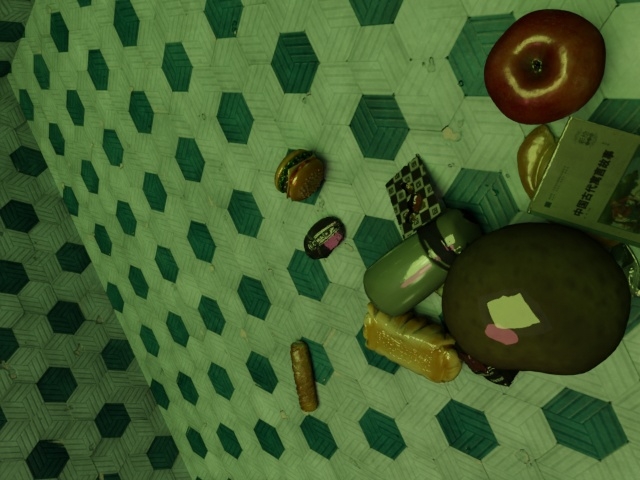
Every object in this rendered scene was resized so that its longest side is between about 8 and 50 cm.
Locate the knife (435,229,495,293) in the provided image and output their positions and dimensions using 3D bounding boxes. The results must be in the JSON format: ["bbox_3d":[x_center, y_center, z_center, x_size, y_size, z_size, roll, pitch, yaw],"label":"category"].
[{"bbox_3d":[0.381,0.062,1.207,0.046,0.022,0.256,52,130,17],"label":"knife"}]

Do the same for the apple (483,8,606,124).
[{"bbox_3d":[0.441,-0.340,0.896,0.218,0.201,0.218,9,106,34],"label":"apple"}]

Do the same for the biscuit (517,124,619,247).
[{"bbox_3d":[0.547,-0.108,0.990,0.299,0.045,0.154,47,123,18],"label":"biscuit"}]

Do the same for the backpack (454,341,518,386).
[{"bbox_3d":[0.437,0.309,1.174,0.165,0.106,0.120,48,162,-6],"label":"backpack"}]

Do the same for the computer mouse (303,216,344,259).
[{"bbox_3d":[0.000,0.000,1.468,0.105,0.062,0.192,55,132,9],"label":"computer mouse"}]

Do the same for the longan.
[{"bbox_3d":[0.452,0.129,0.971,0.361,0.361,0.360,15,115,35],"label":"longan"}]

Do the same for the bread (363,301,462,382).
[{"bbox_3d":[0.269,0.295,1.316,0.311,0.121,0.172,23,125,31],"label":"bread"}]

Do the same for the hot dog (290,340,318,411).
[{"bbox_3d":[-0.066,0.523,1.711,0.083,0.068,0.288,-2,103,32],"label":"hot dog"}]

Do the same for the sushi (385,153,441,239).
[{"bbox_3d":[0.253,-0.116,1.208,0.139,0.031,0.201,-42,48,40],"label":"sushi"}]

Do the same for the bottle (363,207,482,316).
[{"bbox_3d":[0.276,0.055,1.202,0.168,0.168,0.347,53,126,11],"label":"bottle"}]

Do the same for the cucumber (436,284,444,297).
[{"bbox_3d":[0.421,0.181,1.181,0.241,0.074,0.074,37,126,15],"label":"cucumber"}]

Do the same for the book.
[{"bbox_3d":[0.593,-0.106,0.897,0.283,0.025,0.214,17,113,9],"label":"book"}]

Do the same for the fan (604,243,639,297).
[{"bbox_3d":[0.632,0.107,1.026,0.294,0.012,0.223,51,130,14],"label":"fan"}]

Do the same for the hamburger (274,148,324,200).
[{"bbox_3d":[-0.065,-0.199,1.389,0.115,0.162,0.162,40,127,21],"label":"hamburger"}]
